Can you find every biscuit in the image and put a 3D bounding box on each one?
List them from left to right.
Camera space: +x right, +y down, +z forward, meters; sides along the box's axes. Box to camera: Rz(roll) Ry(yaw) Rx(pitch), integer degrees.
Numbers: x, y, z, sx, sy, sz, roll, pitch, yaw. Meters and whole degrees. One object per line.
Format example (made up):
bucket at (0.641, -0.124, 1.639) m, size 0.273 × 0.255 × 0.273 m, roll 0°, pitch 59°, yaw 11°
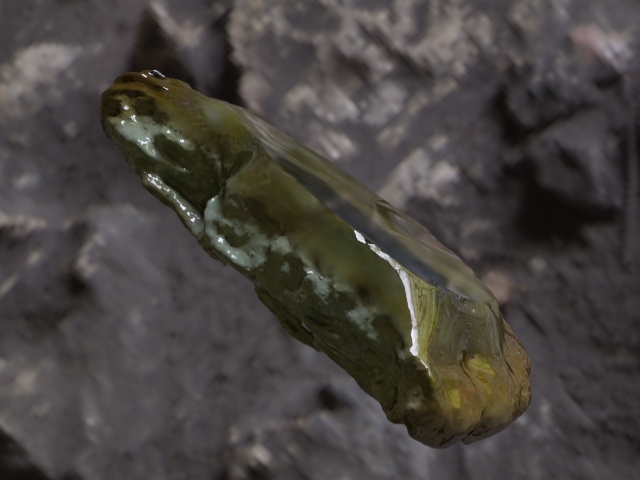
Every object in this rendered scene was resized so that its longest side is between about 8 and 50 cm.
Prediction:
biscuit at (0.000, 0.000, 1.238) m, size 0.078 × 0.335 × 0.329 m, roll -54°, pitch 1°, yaw 11°
